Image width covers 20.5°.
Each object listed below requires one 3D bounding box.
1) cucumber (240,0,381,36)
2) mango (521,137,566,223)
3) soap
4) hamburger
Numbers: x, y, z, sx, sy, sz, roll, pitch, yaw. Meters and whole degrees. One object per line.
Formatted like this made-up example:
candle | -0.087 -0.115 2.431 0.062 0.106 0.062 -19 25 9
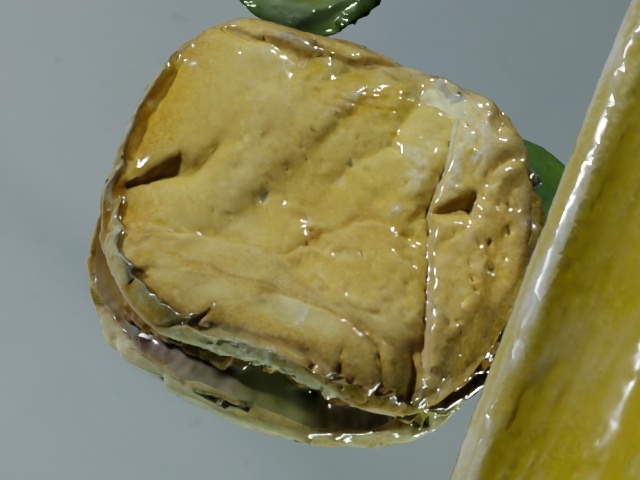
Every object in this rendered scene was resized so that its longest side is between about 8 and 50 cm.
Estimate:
cucumber | -0.021 -0.274 1.381 0.134 0.244 0.134 -6 130 -8
mango | 0.191 0.003 1.536 0.114 0.251 0.156 -17 129 -29
soap | 0.125 0.037 0.659 0.274 0.089 0.173 -69 160 -4
hamburger | -0.001 0.000 1.138 0.283 0.144 0.259 25 71 5
